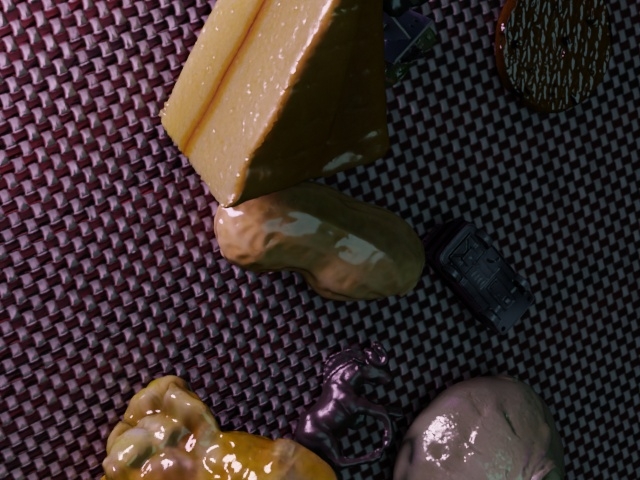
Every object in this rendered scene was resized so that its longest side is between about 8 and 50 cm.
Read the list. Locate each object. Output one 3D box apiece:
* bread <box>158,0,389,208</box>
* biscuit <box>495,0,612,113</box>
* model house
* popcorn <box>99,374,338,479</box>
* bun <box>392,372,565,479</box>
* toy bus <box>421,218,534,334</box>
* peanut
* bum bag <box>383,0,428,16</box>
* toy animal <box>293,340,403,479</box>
[{"bbox_3d":[-0.056,-0.269,1.444,0.245,0.233,0.362,-17,129,-21],"label":"bread"},{"bbox_3d":[0.344,-0.295,1.797,0.212,0.036,0.212,-4,100,-25],"label":"biscuit"},{"bbox_3d":[0.097,-0.294,1.652,0.117,0.088,0.167,-46,114,-10],"label":"model house"},{"bbox_3d":[-0.141,0.365,1.570,0.334,0.293,0.292,25,51,-5],"label":"popcorn"},{"bbox_3d":[0.259,0.354,1.797,0.293,0.187,0.293,-6,104,-23],"label":"bun"},{"bbox_3d":[0.224,0.050,1.775,0.087,0.098,0.178,-47,118,-9],"label":"toy bus"},{"bbox_3d":[0.000,0.000,1.638,0.305,0.147,0.147,21,90,-26],"label":"peanut"},{"bbox_3d":[0.026,-0.435,1.557,0.340,0.095,0.144,43,66,-4],"label":"bum bag"},{"bbox_3d":[0.030,0.254,1.742,0.148,0.084,0.233,44,86,-8],"label":"toy animal"}]
